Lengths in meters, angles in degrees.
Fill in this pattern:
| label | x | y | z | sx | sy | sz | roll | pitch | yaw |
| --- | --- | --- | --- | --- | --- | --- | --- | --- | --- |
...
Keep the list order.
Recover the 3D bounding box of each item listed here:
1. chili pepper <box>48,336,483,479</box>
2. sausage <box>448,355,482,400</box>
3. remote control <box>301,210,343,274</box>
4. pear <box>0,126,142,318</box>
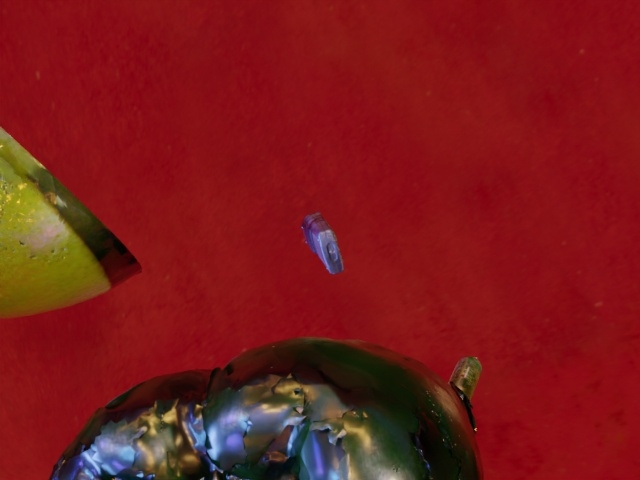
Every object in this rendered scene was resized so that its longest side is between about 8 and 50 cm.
| label | x | y | z | sx | sy | sz | roll | pitch | yaw |
| --- | --- | --- | --- | --- | --- | --- | --- | --- | --- |
| chili pepper | -0.003 | 0.165 | 0.577 | 0.248 | 0.256 | 0.233 | 1 | 88 | 15 |
| sausage | 0.142 | 0.195 | 1.184 | 0.033 | 0.033 | 0.269 | 41 | 30 | -1 |
| remote control | 0.002 | 0.000 | 1.074 | 0.027 | 0.152 | 0.044 | -12 | 100 | -5 |
| pear | -0.392 | -0.042 | 1.123 | 0.399 | 0.399 | 0.165 | 41 | 79 | -1 |
